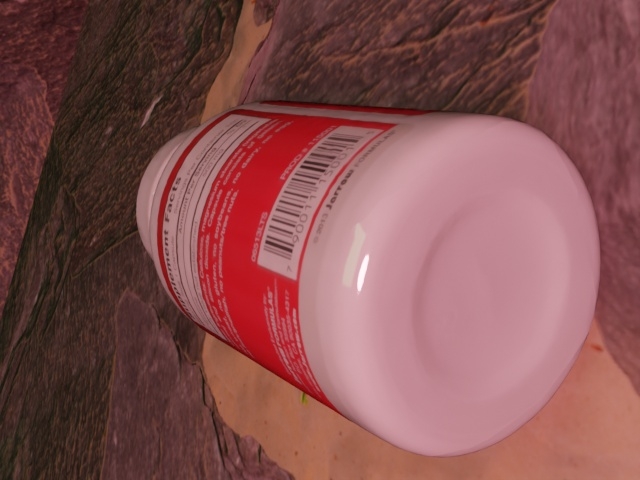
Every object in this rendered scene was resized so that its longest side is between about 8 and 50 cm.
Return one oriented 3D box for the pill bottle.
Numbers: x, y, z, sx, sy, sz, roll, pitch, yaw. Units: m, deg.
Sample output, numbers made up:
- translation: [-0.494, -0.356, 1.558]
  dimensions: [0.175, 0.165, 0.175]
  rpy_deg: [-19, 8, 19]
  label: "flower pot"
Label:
- translation: [0.000, 0.000, 0.680]
  dimensions: [0.408, 0.229, 0.228]
  rpy_deg: [18, 94, 55]
  label: "pill bottle"
